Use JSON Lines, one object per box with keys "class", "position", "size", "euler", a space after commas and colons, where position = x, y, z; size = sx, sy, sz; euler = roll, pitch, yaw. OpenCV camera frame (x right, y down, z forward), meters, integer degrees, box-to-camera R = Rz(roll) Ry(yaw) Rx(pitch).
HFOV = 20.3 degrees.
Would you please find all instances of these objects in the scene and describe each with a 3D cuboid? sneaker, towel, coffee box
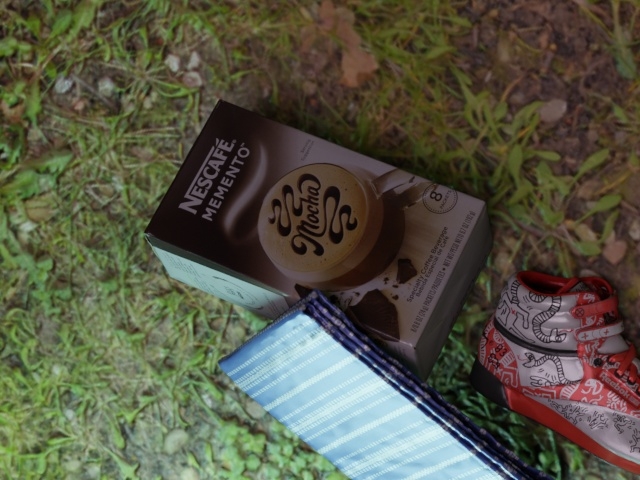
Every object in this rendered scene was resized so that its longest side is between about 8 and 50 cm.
{"class": "sneaker", "position": [0.283, 0.126, 1.729], "size": [0.270, 0.090, 0.145], "euler": [24, 113, 20]}
{"class": "towel", "position": [0.071, 0.189, 1.764], "size": [0.336, 0.040, 0.243], "euler": [39, 150, -7]}
{"class": "coffee box", "position": [0.000, 0.000, 1.769], "size": [0.297, 0.119, 0.168], "euler": [22, 72, 17]}
